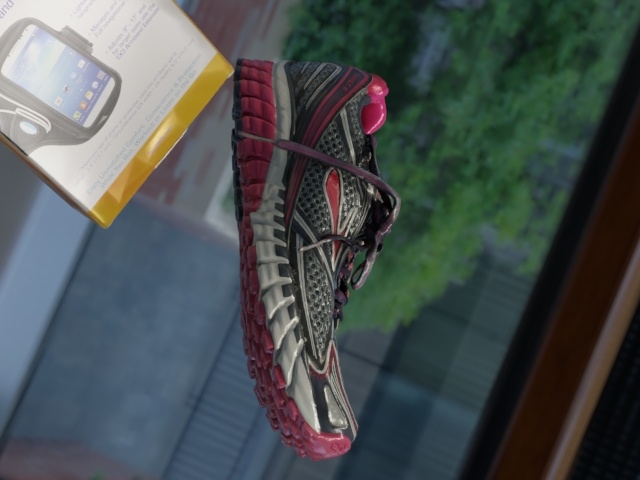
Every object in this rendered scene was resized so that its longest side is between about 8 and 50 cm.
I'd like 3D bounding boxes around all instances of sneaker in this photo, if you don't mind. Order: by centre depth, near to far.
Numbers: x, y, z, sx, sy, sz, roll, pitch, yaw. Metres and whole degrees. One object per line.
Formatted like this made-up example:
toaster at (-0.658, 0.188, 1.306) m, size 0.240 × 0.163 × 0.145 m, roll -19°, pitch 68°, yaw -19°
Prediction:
sneaker at (0.000, 0.000, 1.081) m, size 0.121 × 0.112 × 0.299 m, roll 98°, pitch -10°, yaw -61°

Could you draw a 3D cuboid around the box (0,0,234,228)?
box at (-0.098, -0.074, 0.582) m, size 0.081 × 0.028 × 0.136 m, roll -52°, pitch 132°, yaw -9°
